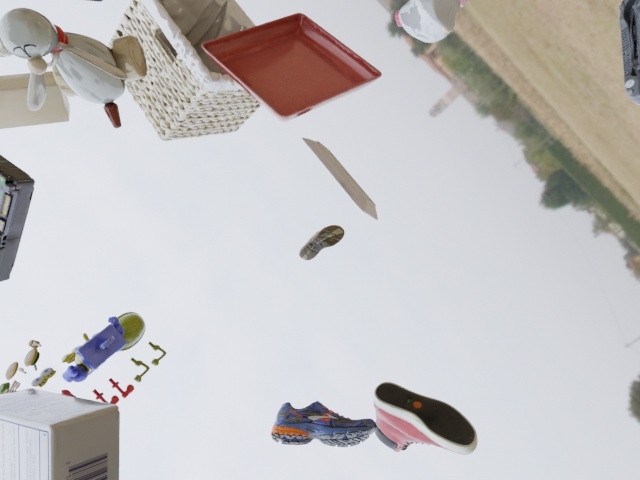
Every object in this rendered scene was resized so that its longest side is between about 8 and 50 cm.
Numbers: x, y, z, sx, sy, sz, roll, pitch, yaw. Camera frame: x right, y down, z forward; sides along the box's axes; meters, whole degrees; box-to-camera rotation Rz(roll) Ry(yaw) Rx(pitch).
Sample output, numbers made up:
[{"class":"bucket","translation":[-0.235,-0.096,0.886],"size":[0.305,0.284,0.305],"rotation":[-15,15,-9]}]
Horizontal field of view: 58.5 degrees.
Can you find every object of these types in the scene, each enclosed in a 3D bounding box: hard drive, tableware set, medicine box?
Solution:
[{"class":"hard drive","translation":[-0.723,-0.098,1.129],"size":[0.339,0.237,0.064],"rotation":[32,-158,16]},{"class":"tableware set","translation":[-0.746,0.322,1.428],"size":[0.024,0.104,0.154],"rotation":[41,-116,-43]},{"class":"medicine box","translation":[-0.536,0.442,1.096],"size":[0.149,0.289,0.264],"rotation":[0,-90,-58]}]

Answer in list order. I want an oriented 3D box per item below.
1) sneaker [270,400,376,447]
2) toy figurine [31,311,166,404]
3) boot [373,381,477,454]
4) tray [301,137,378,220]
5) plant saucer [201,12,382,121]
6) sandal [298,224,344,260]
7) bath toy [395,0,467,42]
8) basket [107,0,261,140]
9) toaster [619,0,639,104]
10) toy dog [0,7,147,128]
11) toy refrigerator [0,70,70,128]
[{"class":"sneaker","translation":[0.007,0.378,1.202],"size":[0.221,0.083,0.087],"rotation":[2,-126,2]},{"class":"toy figurine","translation":[-0.526,0.292,1.445],"size":[0.191,0.217,0.362],"rotation":[46,-136,2]},{"class":"boot","translation":[0.229,0.435,1.278],"size":[0.244,0.176,0.088],"rotation":[21,-139,31]},{"class":"tray","translation":[0.061,-0.170,1.526],"size":[0.270,0.030,0.145],"rotation":[52,-169,20]},{"class":"plant saucer","translation":[-0.057,-0.337,1.124],"size":[0.258,0.048,0.259],"rotation":[-31,-117,-30]},{"class":"sandal","translation":[0.000,0.000,1.916],"size":[0.072,0.180,0.049],"rotation":[43,-155,-23]},{"class":"bath toy","translation":[0.254,-0.522,1.105],"size":[0.151,0.348,0.129],"rotation":[39,162,-34]},{"class":"basket","translation":[-0.330,-0.466,1.517],"size":[0.328,0.266,0.331],"rotation":[55,-146,7]},{"class":"toaster","translation":[0.497,-0.273,0.760],"size":[0.146,0.129,0.227],"rotation":[11,-110,-15]},{"class":"toy dog","translation":[-0.421,-0.278,0.989],"size":[0.333,0.220,0.161],"rotation":[-28,-76,-63]},{"class":"toy refrigerator","translation":[-0.768,-0.341,1.400],"size":[0.269,0.102,0.094],"rotation":[-11,-137,-13]}]
